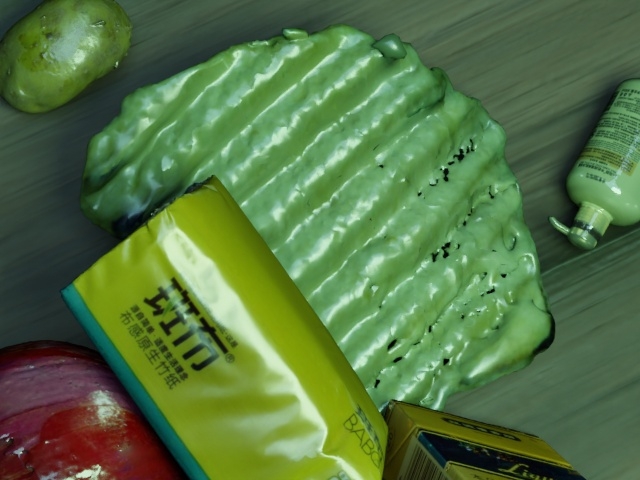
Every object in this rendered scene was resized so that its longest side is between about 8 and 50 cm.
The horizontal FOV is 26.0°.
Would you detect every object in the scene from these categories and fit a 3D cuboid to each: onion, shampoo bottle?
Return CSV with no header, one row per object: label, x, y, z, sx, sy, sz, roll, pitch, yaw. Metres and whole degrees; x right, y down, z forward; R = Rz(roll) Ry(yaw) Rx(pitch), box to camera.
onion,-0.207,0.214,1.089,0.276,0.276,0.276,0,78,-2
shampoo bottle,0.272,-0.064,1.260,0.079,0.079,0.162,29,79,4

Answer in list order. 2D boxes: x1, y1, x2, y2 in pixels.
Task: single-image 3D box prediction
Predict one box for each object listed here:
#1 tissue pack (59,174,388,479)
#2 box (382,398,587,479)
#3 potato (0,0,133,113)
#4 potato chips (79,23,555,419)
tissue pack,-0.064,0.095,1.079,0.134,0.192,0.271,-35,95,6
box,0.147,0.210,1.101,0.152,0.237,0.070,16,101,-18
potato,-0.237,-0.175,1.267,0.138,0.070,0.091,-38,81,-9
potato chips,0.008,-0.002,1.221,0.389,0.097,0.373,-21,97,-9
